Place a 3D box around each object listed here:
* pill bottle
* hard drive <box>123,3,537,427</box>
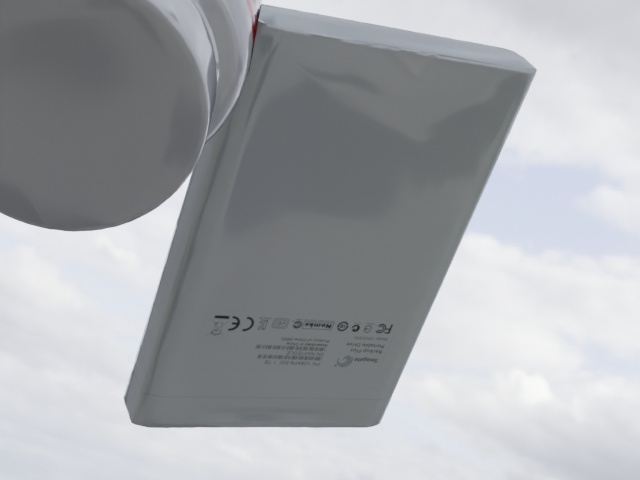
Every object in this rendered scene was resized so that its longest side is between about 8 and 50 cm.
[{"bbox_3d":[-0.113,-0.133,0.665,0.161,0.283,0.161,0,-59,1],"label":"pill bottle"},{"bbox_3d":[0.000,0.000,0.943,0.233,0.353,0.047,5,32,-27],"label":"hard drive"}]
